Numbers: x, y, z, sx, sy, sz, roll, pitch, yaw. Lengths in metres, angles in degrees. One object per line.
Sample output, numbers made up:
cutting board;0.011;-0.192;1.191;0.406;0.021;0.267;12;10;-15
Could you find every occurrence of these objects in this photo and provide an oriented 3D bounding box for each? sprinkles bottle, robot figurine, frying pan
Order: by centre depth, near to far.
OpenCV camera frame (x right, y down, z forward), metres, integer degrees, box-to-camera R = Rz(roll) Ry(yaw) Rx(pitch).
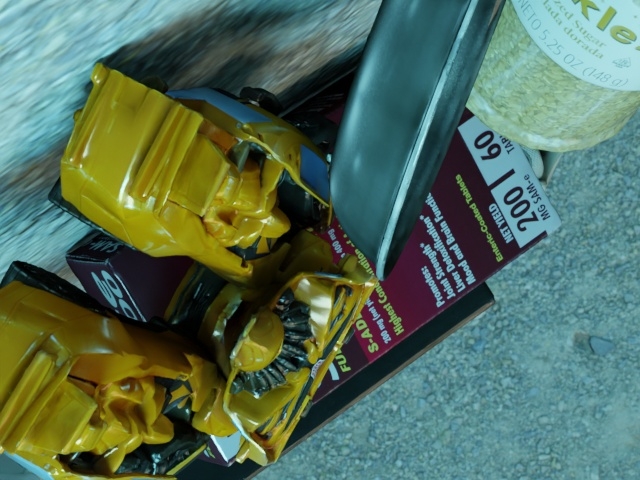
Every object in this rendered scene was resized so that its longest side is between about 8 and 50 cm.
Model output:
frying pan;0.049;-0.092;0.706;0.326;0.053;0.197;81;31;-78
robot figurine;-0.055;0.031;0.798;0.211;0.085;0.291;-61;162;0
sprinkles bottle;0.169;-0.153;0.833;0.121;0.121;0.355;-34;174;-24

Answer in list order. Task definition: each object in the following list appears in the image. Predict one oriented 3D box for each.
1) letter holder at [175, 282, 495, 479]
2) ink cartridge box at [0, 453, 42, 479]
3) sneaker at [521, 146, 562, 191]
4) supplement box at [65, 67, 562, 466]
letter holder;-0.048;0.083;1.416;0.302;0.152;0.214;-35;177;-12
ink cartridge box;-0.213;0.135;0.894;0.176;0.127;0.128;-38;174;24
sneaker;0.118;-0.038;1.641;0.146;0.122;0.330;-43;-179;42
supplement box;0.000;0.000;1.001;0.239;0.130;0.073;-35;-165;-20
